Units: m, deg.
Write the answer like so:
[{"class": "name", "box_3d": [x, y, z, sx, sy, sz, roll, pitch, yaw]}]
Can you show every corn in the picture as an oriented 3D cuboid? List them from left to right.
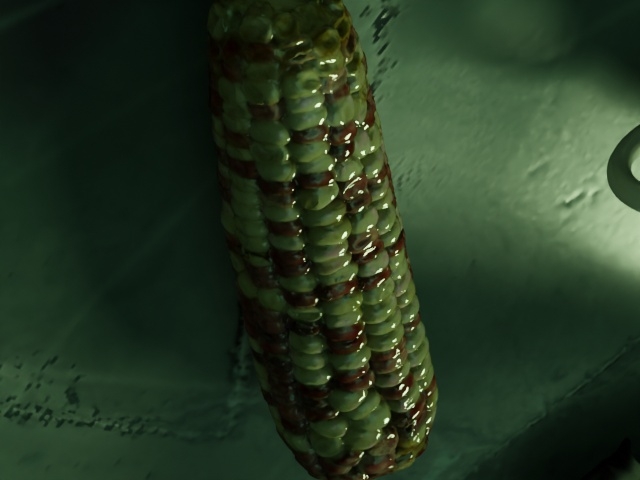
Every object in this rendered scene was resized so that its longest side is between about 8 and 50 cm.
[{"class": "corn", "box_3d": [0.000, 0.000, 0.682, 0.079, 0.079, 0.237, -24, 132, -15]}]

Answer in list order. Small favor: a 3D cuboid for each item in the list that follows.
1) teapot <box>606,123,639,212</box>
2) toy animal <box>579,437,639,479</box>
[{"class": "teapot", "box_3d": [0.221, -0.065, 0.760, 0.226, 0.092, 0.145, -24, 129, -13]}, {"class": "toy animal", "box_3d": [0.215, 0.254, 0.909, 0.251, 0.251, 0.310, -12, 119, -24]}]
